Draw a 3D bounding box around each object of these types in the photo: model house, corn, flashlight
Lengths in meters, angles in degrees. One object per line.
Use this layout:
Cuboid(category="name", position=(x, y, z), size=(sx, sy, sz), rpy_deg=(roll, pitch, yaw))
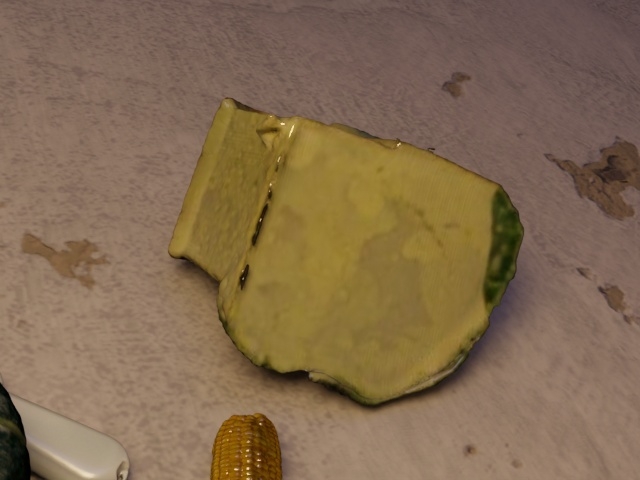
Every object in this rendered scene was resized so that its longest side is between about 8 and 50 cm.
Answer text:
Cuboid(category="model house", position=(0.000, 0.000, 1.215), size=(0.321, 0.261, 0.266), rpy_deg=(17, 6, -31))
Cuboid(category="corn", position=(-0.064, 0.228, 0.979), size=(0.068, 0.068, 0.207), rpy_deg=(12, 34, -8))
Cuboid(category="flashlight", position=(-0.259, 0.167, 0.996), size=(0.200, 0.047, 0.093), rpy_deg=(25, 36, 5))

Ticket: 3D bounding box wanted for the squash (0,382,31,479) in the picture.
Cuboid(category="squash", position=(-0.339, 0.180, 0.839), size=(0.252, 0.165, 0.252), rpy_deg=(6, 50, -7))
